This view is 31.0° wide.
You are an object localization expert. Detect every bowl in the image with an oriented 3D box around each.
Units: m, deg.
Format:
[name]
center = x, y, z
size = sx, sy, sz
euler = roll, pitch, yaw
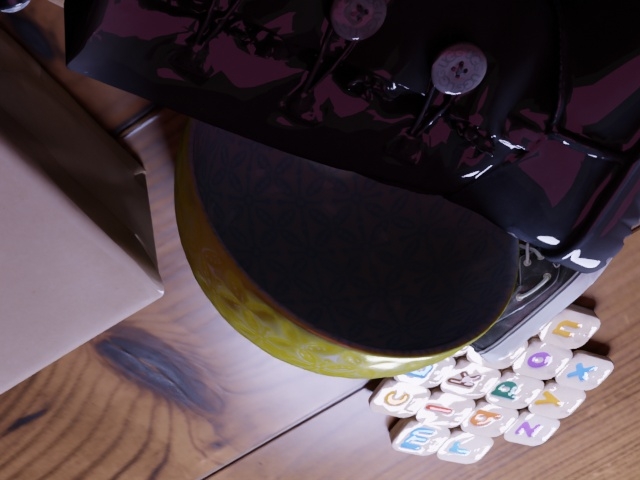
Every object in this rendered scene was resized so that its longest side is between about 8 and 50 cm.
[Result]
[bowl]
center = 0.000, 0.000, 0.941
size = 0.289, 0.289, 0.156
euler = 10, 144, -23

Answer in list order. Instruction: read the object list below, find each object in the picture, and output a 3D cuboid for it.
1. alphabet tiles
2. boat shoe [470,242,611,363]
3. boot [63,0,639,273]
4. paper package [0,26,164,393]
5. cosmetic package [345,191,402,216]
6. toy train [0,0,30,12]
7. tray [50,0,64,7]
[alphabet tiles]
center = 0.208, 0.171, 1.405
size = 0.278, 0.021, 0.284
euler = 15, 126, -28
[boat shoe]
center = 0.235, 0.040, 1.249
size = 0.070, 0.078, 0.219
euler = 40, 104, -15
[boot]
center = 0.086, -0.209, 0.811
size = 0.445, 0.146, 0.367
euler = 23, 101, -16
[paper package]
center = -0.347, -0.008, 0.983
size = 0.325, 0.168, 0.309
euler = -30, 133, 14
[cosmetic package]
center = -0.004, -0.021, 1.102
size = 0.231, 0.117, 0.085
euler = -22, 132, 7
[toy train]
center = -0.274, -0.243, 0.824
size = 0.105, 0.080, 0.184
euler = -20, 117, -5
[tray]
center = -0.026, -0.314, 0.853
size = 0.203, 0.076, 0.411
euler = 22, 124, -32
